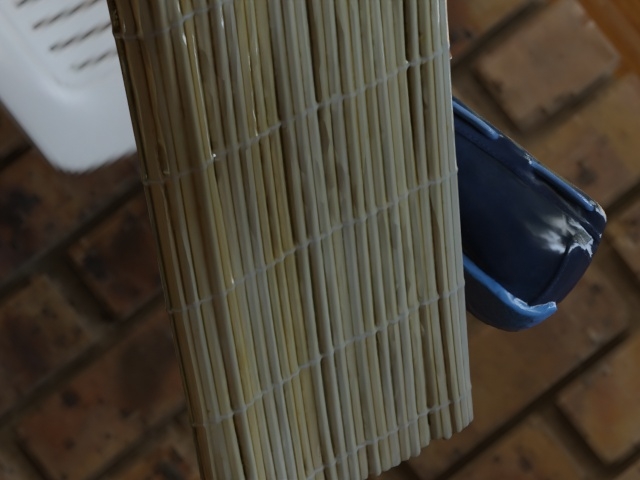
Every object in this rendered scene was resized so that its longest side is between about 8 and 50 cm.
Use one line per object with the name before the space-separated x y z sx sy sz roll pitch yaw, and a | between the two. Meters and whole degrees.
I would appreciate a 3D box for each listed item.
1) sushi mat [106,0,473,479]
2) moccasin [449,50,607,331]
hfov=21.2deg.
sushi mat | 0.000 0.000 0.722 0.151 0.019 0.317 -30 134 -26
moccasin | 0.043 -0.087 1.140 0.117 0.342 0.138 -46 -178 -13
